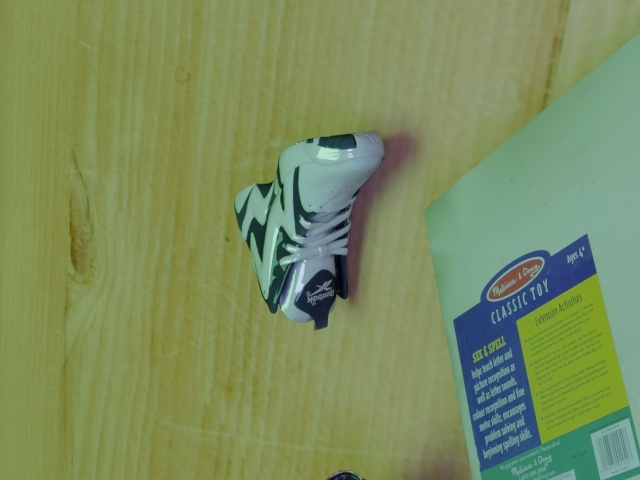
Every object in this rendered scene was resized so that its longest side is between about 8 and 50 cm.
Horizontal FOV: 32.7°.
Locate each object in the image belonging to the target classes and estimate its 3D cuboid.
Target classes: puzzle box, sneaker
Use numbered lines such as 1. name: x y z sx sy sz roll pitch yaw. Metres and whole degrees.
1. puzzle box: 0.215 0.008 0.678 0.409 0.052 0.272 -41 48 49
2. sneaker: 0.000 0.000 0.996 0.235 0.094 0.153 -28 74 53

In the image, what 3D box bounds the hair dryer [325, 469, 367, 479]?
1. hair dryer: 0.033 0.316 0.917 0.080 0.223 0.293 1 109 12
